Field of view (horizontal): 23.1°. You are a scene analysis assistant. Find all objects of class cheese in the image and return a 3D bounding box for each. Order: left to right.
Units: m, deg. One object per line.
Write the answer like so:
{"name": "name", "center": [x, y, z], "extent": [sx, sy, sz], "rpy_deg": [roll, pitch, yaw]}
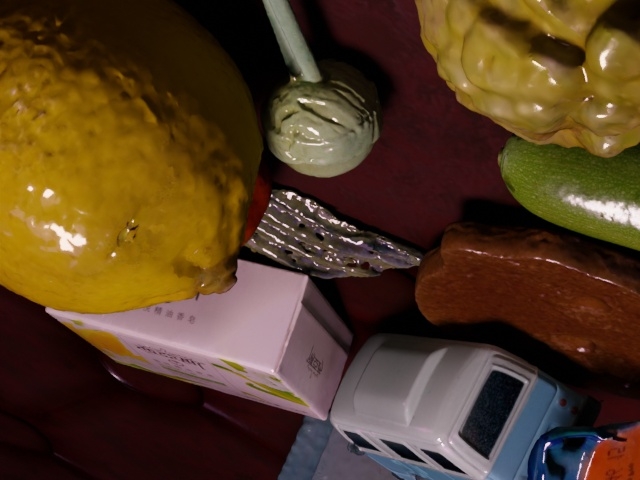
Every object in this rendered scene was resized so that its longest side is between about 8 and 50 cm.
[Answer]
{"name": "cheese", "center": [0.344, 0.204, 1.377], "extent": [0.329, 0.129, 0.217], "rpy_deg": [-2, 112, -9]}

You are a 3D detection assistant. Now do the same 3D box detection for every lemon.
{"name": "lemon", "center": [-0.183, -0.079, 1.219], "extent": [0.321, 0.268, 0.268], "rpy_deg": [32, 153, 3]}

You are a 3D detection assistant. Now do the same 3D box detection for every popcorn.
{"name": "popcorn", "center": [0.165, -0.160, 0.889], "extent": [0.259, 0.259, 0.212], "rpy_deg": [-7, 115, 44]}

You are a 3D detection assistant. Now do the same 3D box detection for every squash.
{"name": "squash", "center": [0.308, -0.019, 1.129], "extent": [0.378, 0.101, 0.101], "rpy_deg": [19, 152, 19]}

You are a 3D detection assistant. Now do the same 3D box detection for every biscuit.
{"name": "biscuit", "center": [0.217, 0.061, 1.388], "extent": [0.273, 0.049, 0.257], "rpy_deg": [18, 157, 6]}

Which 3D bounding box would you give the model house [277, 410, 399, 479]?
{"name": "model house", "center": [0.045, 0.406, 1.839], "extent": [0.294, 0.329, 0.252], "rpy_deg": [21, 149, 9]}

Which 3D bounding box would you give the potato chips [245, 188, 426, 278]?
{"name": "potato chips", "center": [0.000, -0.001, 1.473], "extent": [0.207, 0.028, 0.092], "rpy_deg": [22, 136, -1]}

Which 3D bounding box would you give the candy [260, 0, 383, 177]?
{"name": "candy", "center": [-0.030, -0.167, 1.152], "extent": [0.093, 0.092, 0.335], "rpy_deg": [30, 158, 36]}

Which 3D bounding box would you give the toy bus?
{"name": "toy bus", "center": [0.119, 0.166, 1.506], "extent": [0.164, 0.133, 0.271], "rpy_deg": [34, 166, -22]}

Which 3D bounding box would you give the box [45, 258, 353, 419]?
{"name": "box", "center": [-0.118, 0.082, 1.594], "extent": [0.260, 0.111, 0.194], "rpy_deg": [15, 165, 21]}

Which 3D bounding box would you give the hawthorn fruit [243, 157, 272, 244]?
{"name": "hawthorn fruit", "center": [-0.107, -0.034, 1.397], "extent": [0.125, 0.125, 0.140], "rpy_deg": [19, 128, 9]}
